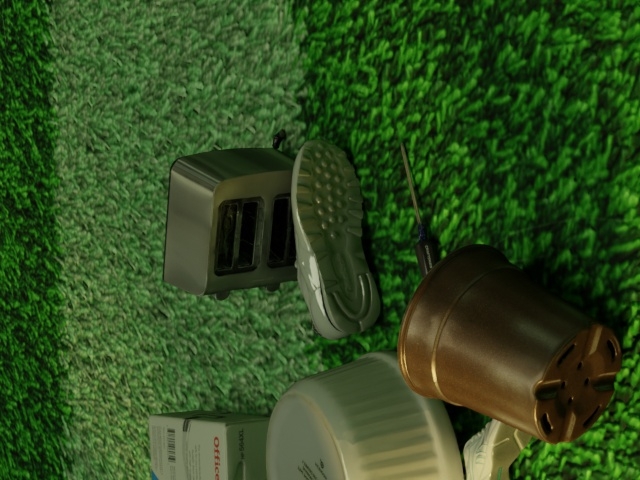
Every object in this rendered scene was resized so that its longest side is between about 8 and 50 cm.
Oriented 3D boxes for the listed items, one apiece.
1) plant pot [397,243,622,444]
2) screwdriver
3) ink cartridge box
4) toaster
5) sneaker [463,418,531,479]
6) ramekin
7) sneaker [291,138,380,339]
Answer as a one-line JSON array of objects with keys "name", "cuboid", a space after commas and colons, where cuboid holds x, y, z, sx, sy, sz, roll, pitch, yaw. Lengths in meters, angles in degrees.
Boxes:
[{"name": "plant pot", "cuboid": [0.190, 0.107, 1.547, 0.165, 0.167, 0.167, 26, 116, 43]}, {"name": "screwdriver", "cuboid": [0.110, -0.031, 1.761, 0.025, 0.024, 0.170, -14, 74, 26]}, {"name": "ink cartridge box", "cuboid": [-0.137, 0.300, 2.065, 0.203, 0.086, 0.148, -2, 90, 55]}, {"name": "toaster", "cuboid": [-0.094, -0.028, 1.927, 0.110, 0.168, 0.186, 27, 117, 48]}, {"name": "sneaker", "cuboid": [0.177, 0.216, 1.662, 0.061, 0.053, 0.152, 47, 131, 46]}, {"name": "ramekin", "cuboid": [0.039, 0.262, 1.772, 0.273, 0.127, 0.273, 22, 115, 60]}, {"name": "sneaker", "cuboid": [0.000, 0.000, 1.869, 0.095, 0.090, 0.235, 160, 104, -64]}]
